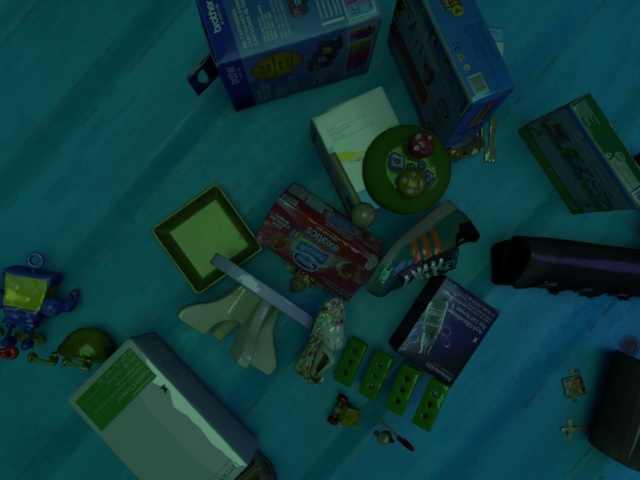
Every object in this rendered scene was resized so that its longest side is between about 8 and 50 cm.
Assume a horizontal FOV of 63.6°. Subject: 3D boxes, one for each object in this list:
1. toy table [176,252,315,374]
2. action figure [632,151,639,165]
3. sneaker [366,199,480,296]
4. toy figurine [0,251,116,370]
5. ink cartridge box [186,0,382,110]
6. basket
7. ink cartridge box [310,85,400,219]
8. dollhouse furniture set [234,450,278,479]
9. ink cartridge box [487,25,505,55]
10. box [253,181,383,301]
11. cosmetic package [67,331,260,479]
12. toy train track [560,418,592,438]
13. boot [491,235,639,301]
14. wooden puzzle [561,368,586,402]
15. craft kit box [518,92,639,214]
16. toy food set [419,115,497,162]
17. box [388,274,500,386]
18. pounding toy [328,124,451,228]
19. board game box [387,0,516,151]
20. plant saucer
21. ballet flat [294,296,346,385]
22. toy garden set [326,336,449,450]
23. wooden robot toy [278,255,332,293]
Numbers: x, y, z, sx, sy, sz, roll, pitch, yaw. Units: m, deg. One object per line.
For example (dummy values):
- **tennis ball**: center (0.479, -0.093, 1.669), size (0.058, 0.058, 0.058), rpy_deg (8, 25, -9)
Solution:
- **toy table**: center (-0.158, 0.166, 1.118), size (0.274, 0.252, 0.161), rpy_deg (37, 81, -13)
- **action figure**: center (0.811, -0.078, 1.190), size (0.164, 0.141, 0.276), rpy_deg (-40, 90, -13)
- **sneaker**: center (0.234, 0.036, 1.140), size (0.302, 0.108, 0.121), rpy_deg (-40, 69, -20)
- **toy figurine**: center (-0.624, 0.136, 1.126), size (0.362, 0.191, 0.217), rpy_deg (11, 85, -3)
- **ink cartridge box**: center (-0.091, -0.416, 1.090), size (0.395, 0.270, 0.151), rpy_deg (-16, 86, -1)
- **basket**: center (0.731, 0.397, 1.189), size (0.204, 0.154, 0.227), rpy_deg (23, 94, -6)
- **ink cartridge box**: center (0.098, -0.186, 1.147), size (0.168, 0.171, 0.233), rpy_deg (-26, 92, -2)
- **dollhouse furniture set**: center (-0.129, 0.609, 1.188), size (0.129, 0.129, 0.184), rpy_deg (-40, 116, -2)
- **ink cartridge box**: center (0.364, -0.402, 1.208), size (0.104, 0.061, 0.181), rpy_deg (6, 91, -2)
- **box**: center (0.000, 0.000, 1.152), size (0.256, 0.128, 0.123), rpy_deg (34, 115, -2)
- **cosmetic package**: center (-0.333, 0.400, 1.133), size (0.365, 0.155, 0.197), rpy_deg (43, 88, 6)
- **toy train track**: center (0.624, 0.458, 1.249), size (0.083, 0.014, 0.048), rpy_deg (-1, 91, -2)
- **boot**: center (0.633, 0.038, 1.083), size (0.444, 0.367, 0.146), rpy_deg (10, 67, -2)
- **wooden puzzle**: center (0.614, 0.353, 1.251), size (0.049, 0.006, 0.083), rpy_deg (-14, 91, -2)
- **craft kit box**: center (0.567, -0.175, 1.126), size (0.061, 0.246, 0.250), rpy_deg (-34, 92, -4)
- **toy food set**: center (0.329, -0.251, 1.220), size (0.191, 0.038, 0.133), rpy_deg (4, 90, -2)
- **box**: center (0.280, 0.202, 1.189), size (0.153, 0.108, 0.207), rpy_deg (33, 89, -2)
- **pounding toy**: center (0.155, -0.135, 1.009), size (0.236, 0.110, 0.183), rpy_deg (-20, 91, -4)
- **board game box**: center (0.250, -0.370, 1.064), size (0.086, 0.302, 0.308), rpy_deg (-22, 83, -2)
- **plant saucer**: center (-0.260, -0.003, 1.200), size (0.188, 0.045, 0.188), rpy_deg (-35, 92, -2)
- **ballet flat**: center (0.014, 0.232, 1.151), size (0.091, 0.077, 0.241), rpy_deg (-10, 134, -38)
- **toy garden set**: center (0.143, 0.365, 1.177), size (0.244, 0.049, 0.204), rpy_deg (24, 92, 25)
- **wooden robot toy**: center (-0.050, 0.087, 1.199), size (0.173, 0.076, 0.079), rpy_deg (39, 100, -1)
